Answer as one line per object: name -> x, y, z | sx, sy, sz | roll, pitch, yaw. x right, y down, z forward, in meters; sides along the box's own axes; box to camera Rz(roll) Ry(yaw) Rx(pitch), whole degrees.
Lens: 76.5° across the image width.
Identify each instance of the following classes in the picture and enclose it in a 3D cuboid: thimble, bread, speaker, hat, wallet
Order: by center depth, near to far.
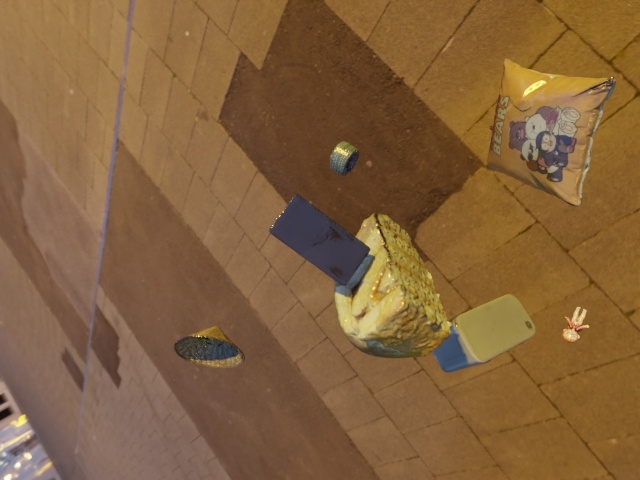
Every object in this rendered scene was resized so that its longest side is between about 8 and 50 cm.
hat -> -0.225, 0.209, 0.854 | 0.145, 0.067, 0.146 | 3, 138, 3
wallet -> 0.000, 0.000, 1.031 | 0.244, 0.124, 0.025 | 36, 173, -10
bread -> 0.167, 0.140, 1.167 | 0.264, 0.239, 0.396 | -43, 38, 27
speaker -> 0.604, 0.353, 1.526 | 0.184, 0.405, 0.183 | -49, 59, 48
thimble -> 0.105, -0.363, 1.794 | 0.090, 0.118, 0.135 | 35, 147, 18

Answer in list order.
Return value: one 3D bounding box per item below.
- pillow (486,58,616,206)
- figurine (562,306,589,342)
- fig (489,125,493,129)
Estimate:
pillow -> 0.548, -0.272, 1.020 | 0.312, 0.119, 0.310 | -128, 24, -52
figurine -> 0.753, 0.250, 1.199 | 0.064, 0.047, 0.109 | 24, 101, 38
fig -> 0.706, -0.344, 1.453 | 0.236, 0.124, 0.124 | 42, 136, -3
